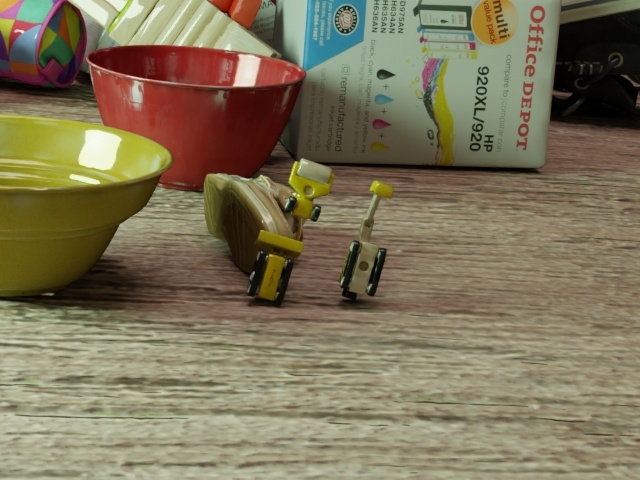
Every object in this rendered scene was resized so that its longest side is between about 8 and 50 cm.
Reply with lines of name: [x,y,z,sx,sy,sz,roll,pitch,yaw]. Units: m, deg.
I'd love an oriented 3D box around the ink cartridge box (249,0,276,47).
ink cartridge box: [-0.092,-0.277,1.991,0.066,0.232,0.189,-15,20,-11]

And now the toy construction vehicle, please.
toy construction vehicle: [0.000,0.000,1.278,0.086,0.098,0.035,15,-4,-10]

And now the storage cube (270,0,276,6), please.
storage cube: [0.061,-0.280,1.903,0.193,0.215,0.183,41,15,-28]

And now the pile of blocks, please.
pile of blocks: [-0.110,-0.198,1.787,0.149,0.112,0.362,29,9,-48]

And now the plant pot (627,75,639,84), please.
plant pot: [0.395,-0.199,2.178,0.083,0.083,0.079,2,28,-13]

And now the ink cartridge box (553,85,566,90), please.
ink cartridge box: [0.242,-0.241,2.225,0.046,0.097,0.207,-5,18,-30]

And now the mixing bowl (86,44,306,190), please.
mixing bowl: [-0.106,-0.098,1.573,0.181,0.098,0.181,6,15,-2]

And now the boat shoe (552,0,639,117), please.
boat shoe: [0.290,-0.205,2.017,0.500,0.156,0.187,-8,15,12]

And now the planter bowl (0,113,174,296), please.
planter bowl: [-0.207,-0.019,1.256,0.217,0.090,0.217,4,15,-1]

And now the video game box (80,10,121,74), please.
video game box: [-0.221,-0.272,2.019,0.048,0.187,0.205,22,6,-29]

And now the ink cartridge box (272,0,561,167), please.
ink cartridge box: [0.083,-0.167,1.751,0.233,0.171,0.168,1,16,-12]

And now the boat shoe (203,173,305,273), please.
boat shoe: [-0.039,-0.018,1.365,0.059,0.063,0.170,-5,17,-15]

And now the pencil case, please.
pencil case: [-0.355,-0.212,1.927,0.236,0.104,0.104,9,15,22]
